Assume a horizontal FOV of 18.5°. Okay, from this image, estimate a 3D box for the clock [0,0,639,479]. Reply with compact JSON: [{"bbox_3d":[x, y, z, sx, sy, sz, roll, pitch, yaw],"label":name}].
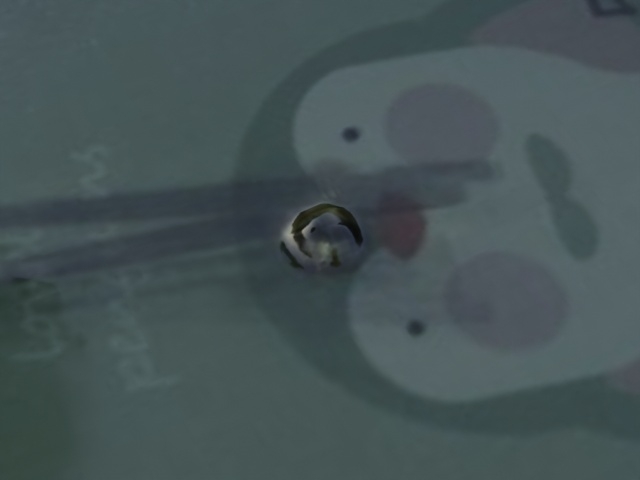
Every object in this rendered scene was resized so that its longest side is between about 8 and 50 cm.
[{"bbox_3d":[0.000,0.001,0.482,0.319,0.066,0.319,1,54,-2],"label":"clock"}]
